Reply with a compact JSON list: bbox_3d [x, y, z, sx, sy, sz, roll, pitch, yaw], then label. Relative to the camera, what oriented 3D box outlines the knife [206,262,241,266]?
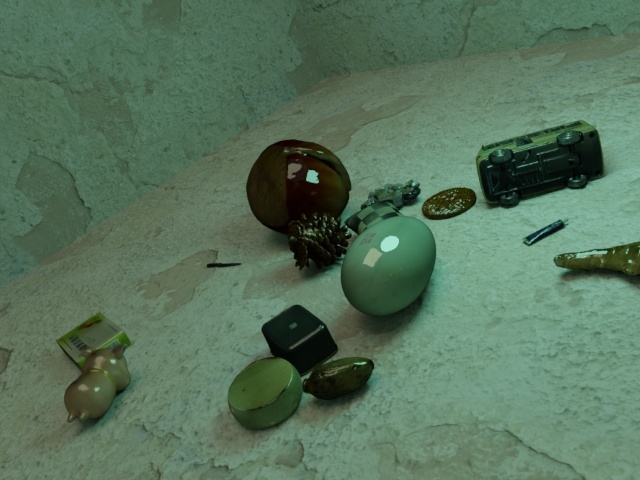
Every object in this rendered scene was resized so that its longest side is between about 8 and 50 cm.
[{"bbox_3d":[-0.363,0.090,2.379,0.170,0.010,0.023,-4,31,31],"label":"knife"}]

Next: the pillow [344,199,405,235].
[{"bbox_3d":[0.198,-0.045,2.068,0.185,0.106,0.250,-25,30,-5],"label":"pillow"}]

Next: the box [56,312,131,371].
[{"bbox_3d":[-0.774,0.345,2.162,0.175,0.062,0.260,-36,29,-26],"label":"box"}]

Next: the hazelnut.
[{"bbox_3d":[-0.075,-0.199,2.333,0.409,0.360,0.359,18,47,44],"label":"hazelnut"}]

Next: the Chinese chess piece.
[{"bbox_3d":[-0.135,0.374,1.562,0.188,0.083,0.188,-17,29,10],"label":"Chinese chess piece"}]

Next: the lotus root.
[{"bbox_3d":[0.044,0.326,1.500,0.179,0.081,0.089,-17,12,3],"label":"lotus root"}]

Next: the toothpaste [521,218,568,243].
[{"bbox_3d":[0.630,-0.027,1.775,0.139,0.021,0.037,-27,26,-4],"label":"toothpaste"}]

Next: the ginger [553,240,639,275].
[{"bbox_3d":[0.727,0.036,1.502,0.333,0.081,0.148,-10,28,38],"label":"ginger"}]

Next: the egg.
[{"bbox_3d":[0.191,0.060,1.727,0.229,0.230,0.371,-4,26,34],"label":"egg"}]

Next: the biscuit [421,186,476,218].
[{"bbox_3d":[0.428,-0.129,2.132,0.187,0.027,0.188,-18,26,9],"label":"biscuit"}]

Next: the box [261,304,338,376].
[{"bbox_3d":[-0.062,0.261,1.705,0.144,0.090,0.201,-32,27,-16],"label":"box"}]

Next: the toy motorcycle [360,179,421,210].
[{"bbox_3d":[0.253,-0.163,2.293,0.224,0.073,0.152,-17,23,14],"label":"toy motorcycle"}]

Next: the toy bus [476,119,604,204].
[{"bbox_3d":[0.676,-0.247,1.995,0.365,0.177,0.202,-13,23,12],"label":"toy bus"}]

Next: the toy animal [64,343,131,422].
[{"bbox_3d":[-0.648,0.420,1.832,0.164,0.149,0.248,-1,41,10],"label":"toy animal"}]

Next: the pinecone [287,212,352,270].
[{"bbox_3d":[0.001,0.000,2.066,0.212,0.186,0.168,-5,1,-6],"label":"pinecone"}]
